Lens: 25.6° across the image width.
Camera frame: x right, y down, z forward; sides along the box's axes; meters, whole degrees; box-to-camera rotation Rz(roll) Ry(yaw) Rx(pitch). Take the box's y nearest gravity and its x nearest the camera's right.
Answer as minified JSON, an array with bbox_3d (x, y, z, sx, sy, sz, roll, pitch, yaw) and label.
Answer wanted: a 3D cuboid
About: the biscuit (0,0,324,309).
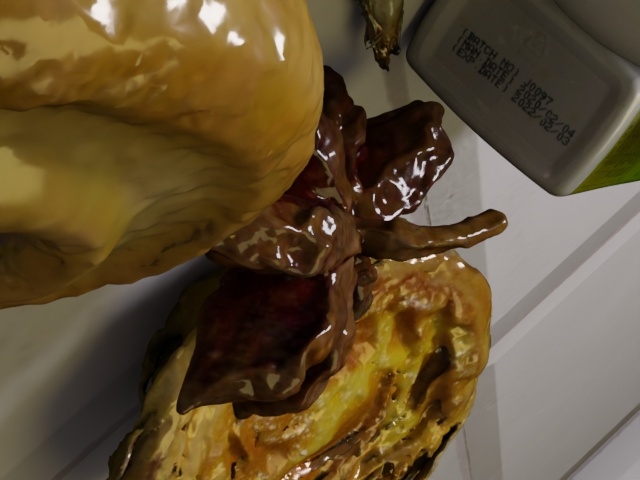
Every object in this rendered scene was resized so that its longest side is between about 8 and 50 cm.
[{"bbox_3d":[-0.105,-0.038,0.463,0.213,0.091,0.274,-19,161,20],"label":"biscuit"}]

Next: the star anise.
[{"bbox_3d":[-0.006,-0.004,0.677,0.196,0.111,0.212,41,74,-46],"label":"star anise"}]

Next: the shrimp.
[{"bbox_3d":[0.010,-0.111,0.696,0.083,0.023,0.114,-36,151,-14],"label":"shrimp"}]

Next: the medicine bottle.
[{"bbox_3d":[0.155,-0.100,0.821,0.188,0.132,0.088,-11,140,-56],"label":"medicine bottle"}]

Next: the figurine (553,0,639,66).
[{"bbox_3d":[0.235,-0.190,0.731,0.394,0.226,0.274,-42,134,-50],"label":"figurine"}]

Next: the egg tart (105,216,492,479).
[{"bbox_3d":[-0.029,0.096,0.874,0.297,0.132,0.297,-28,140,-27],"label":"egg tart"}]
